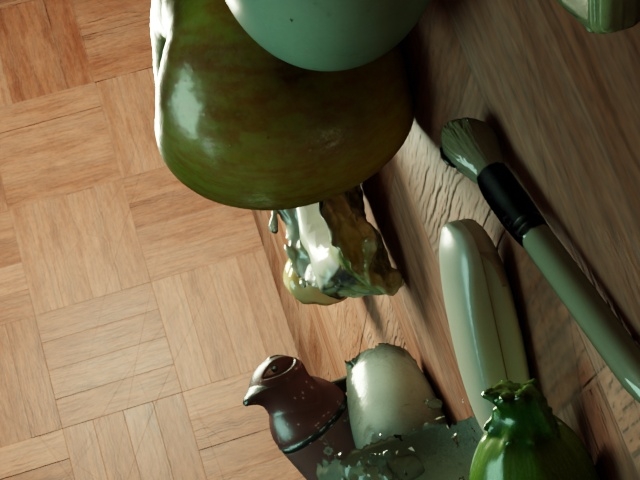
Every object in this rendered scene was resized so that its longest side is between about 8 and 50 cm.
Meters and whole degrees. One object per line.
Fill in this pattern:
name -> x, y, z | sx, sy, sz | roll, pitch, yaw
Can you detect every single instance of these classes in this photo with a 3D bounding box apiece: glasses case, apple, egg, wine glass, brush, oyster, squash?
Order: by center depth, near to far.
brush -> 0.146, 0.007, 0.766 | 0.039, 0.042, 0.299 | -55, 37, 26
egg -> 0.005, -0.213, 0.834 | 0.231, 0.168, 0.168 | 93, 160, -73
squash -> 0.175, 0.274, 0.886 | 0.107, 0.107, 0.395 | -122, 17, -65
glasses case -> 0.137, 0.080, 0.949 | 0.081, 0.051, 0.204 | -130, 25, -70
apple -> -0.034, -0.158, 1.066 | 0.264, 0.264, 0.264 | 164, 90, -83
wine glass -> 0.122, 0.333, 1.096 | 0.190, 0.190, 0.357 | 113, 141, -79
wine glass -> 0.093, 0.220, 1.355 | 0.204, 0.111, 0.111 | -109, 7, -48
oyster -> 0.005, -0.074, 1.416 | 0.238, 0.115, 0.351 | 103, 146, -59

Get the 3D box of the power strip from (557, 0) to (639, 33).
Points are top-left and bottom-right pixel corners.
power strip -> 0.128, -0.173, 0.552 | 0.076, 0.028, 0.169 | -117, 13, -51

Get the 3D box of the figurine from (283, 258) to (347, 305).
figurine -> 0.000, 0.000, 1.711 | 0.114, 0.108, 0.196 | -159, 71, -69

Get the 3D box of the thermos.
thermos -> 0.043, 0.267, 1.453 | 0.330, 0.136, 0.109 | 50, 179, -11
